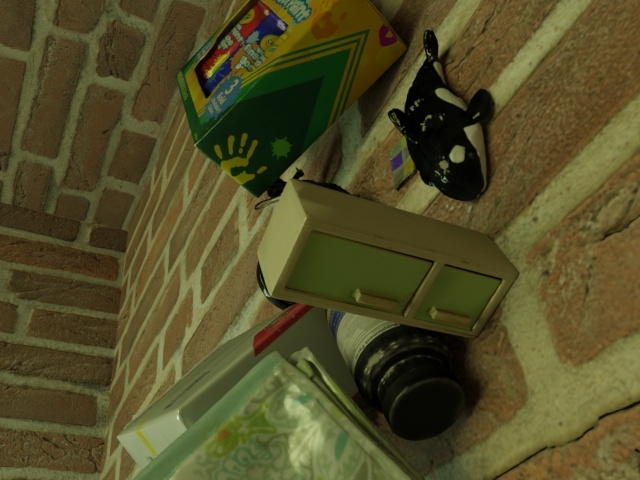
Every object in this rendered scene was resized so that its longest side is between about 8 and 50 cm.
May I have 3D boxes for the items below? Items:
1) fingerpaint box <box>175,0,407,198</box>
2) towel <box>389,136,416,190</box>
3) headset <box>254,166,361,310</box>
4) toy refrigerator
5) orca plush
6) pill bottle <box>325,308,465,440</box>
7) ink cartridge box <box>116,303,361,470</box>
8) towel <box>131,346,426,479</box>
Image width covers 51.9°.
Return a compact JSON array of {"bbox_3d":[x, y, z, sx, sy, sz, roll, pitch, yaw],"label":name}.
[{"bbox_3d":[-0.089,-0.344,1.270,0.371,0.163,0.445,-43,32,10],"label":"fingerpaint box"},{"bbox_3d":[0.127,-0.124,1.024,0.060,0.009,0.083,-44,39,51],"label":"towel"},{"bbox_3d":[0.000,0.000,1.137,0.394,0.185,0.244,50,128,43],"label":"headset"},{"bbox_3d":[0.077,0.027,0.733,0.102,0.269,0.094,-63,27,25],"label":"toy refrigerator"},{"bbox_3d":[0.146,-0.179,0.898,0.151,0.102,0.288,-40,42,53],"label":"orca plush"},{"bbox_3d":[0.091,0.138,0.824,0.123,0.122,0.219,-66,26,21],"label":"pill bottle"},{"bbox_3d":[-0.128,0.259,1.034,0.279,0.160,0.384,-39,3,-33],"label":"ink cartridge box"},{"bbox_3d":[-0.058,0.340,0.701,0.374,0.090,0.320,-42,66,-9],"label":"towel"}]
